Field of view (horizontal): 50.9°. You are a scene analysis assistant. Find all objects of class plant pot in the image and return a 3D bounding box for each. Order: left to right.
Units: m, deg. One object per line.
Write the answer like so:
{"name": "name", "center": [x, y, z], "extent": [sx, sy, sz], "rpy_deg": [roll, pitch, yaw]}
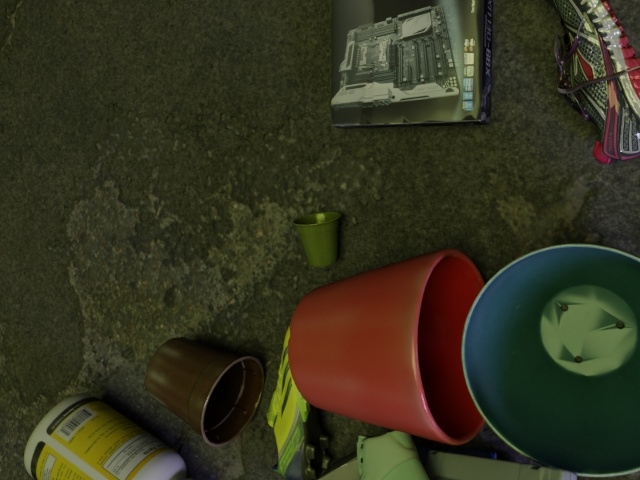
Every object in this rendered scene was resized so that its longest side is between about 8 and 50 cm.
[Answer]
{"name": "plant pot", "center": [-0.216, 0.261, 1.216], "extent": [0.165, 0.167, 0.167], "rpy_deg": [17, 102, 30]}
{"name": "plant pot", "center": [0.000, 0.000, 1.137], "extent": [0.083, 0.083, 0.079], "rpy_deg": [-3, 105, 25]}
{"name": "plant pot", "center": [0.101, 0.158, 1.010], "extent": [0.243, 0.275, 0.275], "rpy_deg": [-7, 92, 35]}
{"name": "plant pot", "center": [0.356, 0.141, 0.913], "extent": [0.290, 0.195, 0.290], "rpy_deg": [2, 95, 24]}

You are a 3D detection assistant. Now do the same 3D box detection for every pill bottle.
{"name": "pill bottle", "center": [-0.383, 0.452, 1.287], "extent": [0.333, 0.188, 0.188], "rpy_deg": [27, 105, 21]}

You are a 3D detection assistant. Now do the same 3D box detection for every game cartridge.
{"name": "game cartridge", "center": [0.214, 0.390, 0.893], "extent": [0.297, 0.062, 0.198], "rpy_deg": [154, 129, -64]}

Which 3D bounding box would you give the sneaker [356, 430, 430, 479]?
{"name": "sneaker", "center": [0.073, 0.387, 1.033], "extent": [0.256, 0.094, 0.151], "rpy_deg": [-45, 43, 34]}

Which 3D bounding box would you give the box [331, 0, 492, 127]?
{"name": "box", "center": [0.139, -0.331, 1.037], "extent": [0.242, 0.076, 0.308], "rpy_deg": [3, 96, 25]}

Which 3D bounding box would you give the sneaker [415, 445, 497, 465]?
{"name": "sneaker", "center": [0.231, 0.364, 1.073], "extent": [0.209, 0.069, 0.082], "rpy_deg": [17, 66, 32]}

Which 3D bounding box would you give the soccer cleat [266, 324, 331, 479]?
{"name": "soccer cleat", "center": [-0.051, 0.280, 1.173], "extent": [0.121, 0.093, 0.289], "rpy_deg": [-1, 94, 32]}

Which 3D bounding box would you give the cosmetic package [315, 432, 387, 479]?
{"name": "cosmetic package", "center": [0.111, 0.459, 1.109], "extent": [0.127, 0.107, 0.238], "rpy_deg": [-34, 77, 22]}

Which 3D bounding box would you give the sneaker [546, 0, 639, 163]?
{"name": "sneaker", "center": [0.365, -0.248, 0.917], "extent": [0.112, 0.121, 0.299], "rpy_deg": [-30, 82, 26]}
